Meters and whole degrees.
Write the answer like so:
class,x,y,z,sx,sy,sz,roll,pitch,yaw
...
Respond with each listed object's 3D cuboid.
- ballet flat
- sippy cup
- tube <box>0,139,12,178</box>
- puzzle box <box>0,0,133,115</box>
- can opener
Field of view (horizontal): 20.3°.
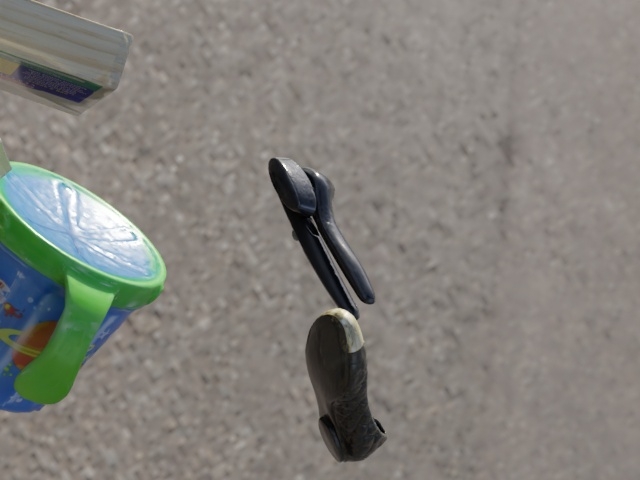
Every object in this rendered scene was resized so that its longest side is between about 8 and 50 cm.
class,x,y,z,sx,sy,sz,roll,pitch,yaw
ballet flat,0.021,0.106,1.355,0.057,0.049,0.173,48,-23,34
sippy cup,-0.330,0.066,2.031,0.240,0.224,0.305,38,16,6
tube,-0.343,-0.016,1.378,0.062,0.240,0.070,55,-20,-8
puzzle box,-0.380,-0.209,1.577,0.409,0.052,0.272,19,-6,-14
can opener,0.000,0.000,1.764,0.073,0.059,0.186,-2,56,-43
